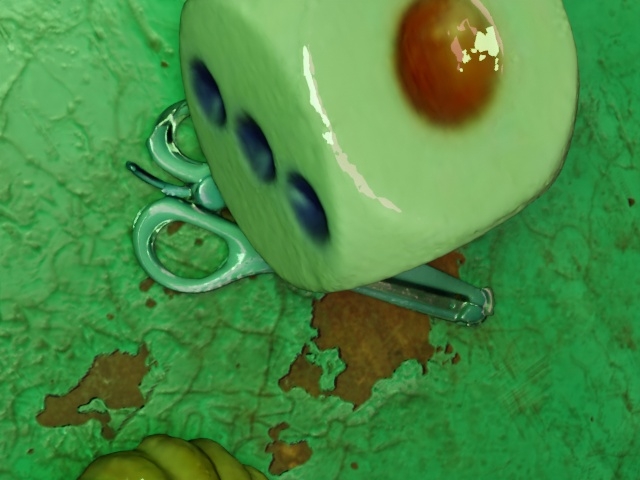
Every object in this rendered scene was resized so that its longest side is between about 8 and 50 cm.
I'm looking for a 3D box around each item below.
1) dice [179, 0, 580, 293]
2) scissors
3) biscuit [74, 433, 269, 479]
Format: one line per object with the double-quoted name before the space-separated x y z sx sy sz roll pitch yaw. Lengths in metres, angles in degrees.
"dice" 0.042 -0.125 0.953 0.243 0.251 0.259 -28 99 -23
"scissors" 0.000 0.000 1.099 0.393 0.032 0.180 22 91 -22
"biscuit" -0.125 0.333 1.021 0.325 0.107 0.326 1 88 -42
